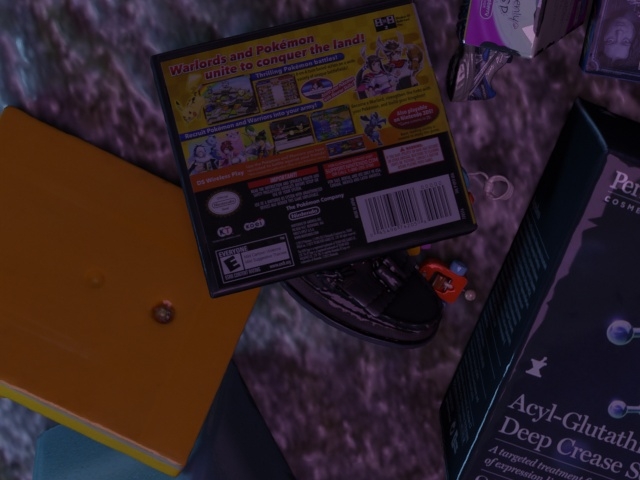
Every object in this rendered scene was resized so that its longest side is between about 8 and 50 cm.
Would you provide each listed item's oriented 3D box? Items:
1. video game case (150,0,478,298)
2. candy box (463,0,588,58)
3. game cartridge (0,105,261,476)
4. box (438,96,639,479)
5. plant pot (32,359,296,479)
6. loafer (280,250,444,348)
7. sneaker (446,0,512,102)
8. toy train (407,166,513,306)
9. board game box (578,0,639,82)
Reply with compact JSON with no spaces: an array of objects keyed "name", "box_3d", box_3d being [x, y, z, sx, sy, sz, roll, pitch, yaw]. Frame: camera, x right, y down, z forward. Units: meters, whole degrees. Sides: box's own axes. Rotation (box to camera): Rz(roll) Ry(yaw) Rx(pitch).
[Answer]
[{"name":"video game case","box_3d":[-0.007,-0.095,1.554,0.275,0.035,0.248,-14,84,-7]},{"name":"candy box","box_3d":[0.208,-0.270,1.463,0.071,0.233,0.159,14,109,16]},{"name":"game cartridge","box_3d":[-0.234,0.048,1.580,0.324,0.285,0.052,26,150,-6]},{"name":"box","box_3d":[0.331,0.101,1.605,0.294,0.212,0.395,19,107,-5]},{"name":"plant pot","box_3d":[-0.162,0.317,1.661,0.248,0.252,0.247,-24,108,9]},{"name":"loafer","box_3d":[0.000,0.000,1.591,0.302,0.109,0.095,34,142,4]},{"name":"sneaker","box_3d":[0.169,-0.205,1.591,0.058,0.052,0.135,6,117,-12]},{"name":"toy train","box_3d":[0.130,-0.015,1.655,0.125,0.046,0.166,22,111,-8]},{"name":"board game box","box_3d":[0.400,-0.232,1.578,0.243,0.042,0.165,9,109,-3]}]
